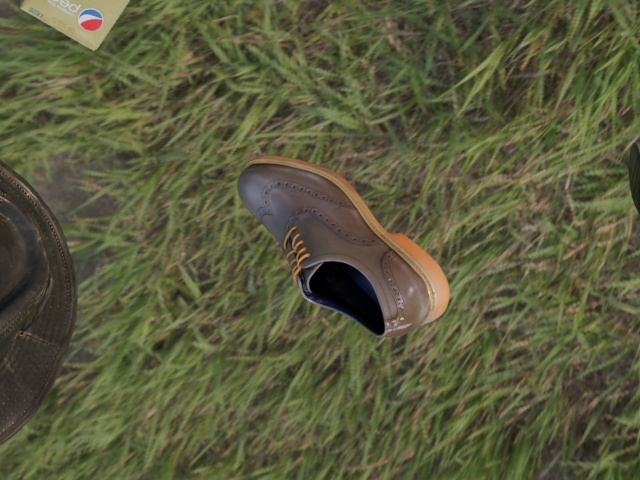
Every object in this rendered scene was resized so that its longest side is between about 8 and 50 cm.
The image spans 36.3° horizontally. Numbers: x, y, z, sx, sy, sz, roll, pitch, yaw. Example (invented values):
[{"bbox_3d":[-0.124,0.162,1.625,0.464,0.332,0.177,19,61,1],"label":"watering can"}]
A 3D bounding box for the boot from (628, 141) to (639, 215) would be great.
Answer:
[{"bbox_3d":[0.558,-0.065,1.408,0.179,0.236,0.085,-8,132,0],"label":"boot"}]

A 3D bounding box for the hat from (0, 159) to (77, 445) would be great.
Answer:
[{"bbox_3d":[-0.330,0.047,0.878,0.134,0.331,0.331,-14,103,43],"label":"hat"}]

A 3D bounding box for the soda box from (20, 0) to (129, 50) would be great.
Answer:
[{"bbox_3d":[-0.183,-0.218,0.744,0.061,0.181,0.058,28,114,-28],"label":"soda box"}]

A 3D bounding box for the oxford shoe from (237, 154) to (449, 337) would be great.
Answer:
[{"bbox_3d":[0.000,0.000,1.319,0.364,0.133,0.129,35,130,28],"label":"oxford shoe"}]
